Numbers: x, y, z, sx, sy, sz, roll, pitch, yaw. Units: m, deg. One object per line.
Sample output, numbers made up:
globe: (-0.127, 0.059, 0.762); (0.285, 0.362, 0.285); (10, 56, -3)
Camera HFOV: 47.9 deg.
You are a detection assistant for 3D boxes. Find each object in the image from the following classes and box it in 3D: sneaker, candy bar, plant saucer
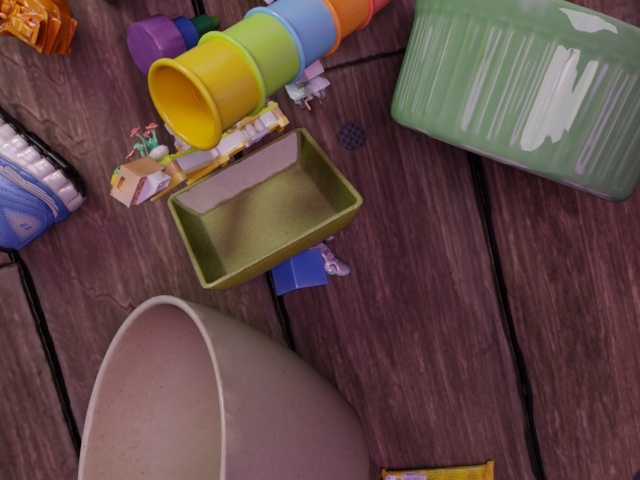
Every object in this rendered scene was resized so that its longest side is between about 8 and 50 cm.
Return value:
sneaker: (0.000, 0.000, 0.880); (0.098, 0.038, 0.069); (21, 94, -11)
sneaker: (-0.417, -0.112, 0.756); (0.330, 0.130, 0.147); (43, 86, -11)
candy bar: (0.155, 0.316, 0.952); (0.162, 0.018, 0.040); (-1, 93, -9)
plant saucer: (-0.063, -0.031, 0.813); (0.188, 0.188, 0.045); (-29, 131, -5)

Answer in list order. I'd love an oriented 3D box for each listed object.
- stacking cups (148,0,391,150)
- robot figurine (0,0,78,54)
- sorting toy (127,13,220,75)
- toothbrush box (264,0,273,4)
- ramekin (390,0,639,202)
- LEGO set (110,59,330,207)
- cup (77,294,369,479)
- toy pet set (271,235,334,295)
stacking cups: (-0.026, -0.207, 0.747); (0.316, 0.096, 0.096); (-40, 102, -32)
robot figurine: (-0.355, -0.325, 0.723); (0.291, 0.085, 0.211); (33, 109, 5)
sorting toy: (-0.217, -0.366, 0.789); (0.126, 0.127, 0.365); (-36, 105, -33)
toothbrush box: (-0.044, -0.426, 0.705); (0.216, 0.126, 0.295); (32, 108, -37)
ramekin: (0.223, -0.152, 0.772); (0.303, 0.303, 0.148); (18, 101, -11)
LEGO set: (-0.132, -0.134, 0.791); (0.287, 0.132, 0.107); (-35, 95, -31)
cup: (-0.089, 0.241, 0.780); (0.237, 0.331, 0.331); (14, 95, -35)
toy pet set: (-0.041, 0.004, 0.830); (0.122, 0.065, 0.114); (-14, 80, 9)
